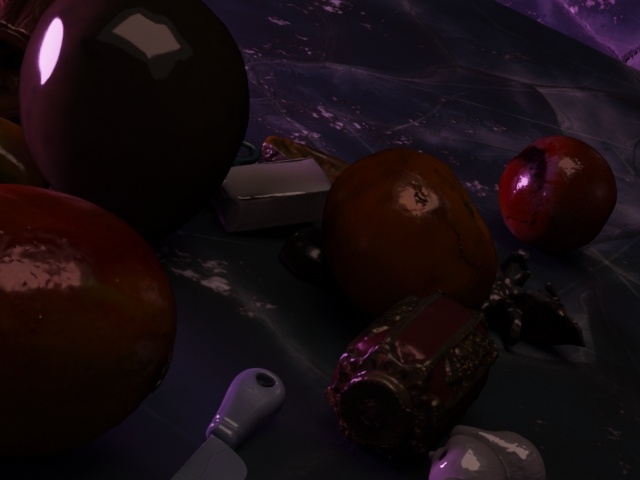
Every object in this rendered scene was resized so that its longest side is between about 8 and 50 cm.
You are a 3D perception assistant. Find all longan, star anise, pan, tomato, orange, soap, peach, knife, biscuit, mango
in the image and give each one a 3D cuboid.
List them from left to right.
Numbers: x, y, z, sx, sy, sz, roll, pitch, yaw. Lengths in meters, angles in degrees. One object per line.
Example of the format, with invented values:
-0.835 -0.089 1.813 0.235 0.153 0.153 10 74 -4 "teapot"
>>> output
-0.482 -0.131 1.998 0.191 0.086 0.122 32 18 3 "mango"
-0.344 0.086 1.438 0.372 0.290 0.373 19 18 -6 "peach"
-0.271 -0.202 1.949 0.336 0.405 0.404 -5 31 -7 "longan"
-0.119 0.255 1.559 0.080 0.044 0.331 30 34 5 "knife"
-0.077 -0.075 2.127 0.183 0.064 0.121 -8 33 -17 "soap"
-0.030 -0.121 2.318 0.174 0.039 0.183 21 26 2 "biscuit"
-0.013 0.000 2.087 0.128 0.048 0.202 0 33 -38 "pan"
0.130 0.004 1.953 0.284 0.226 0.284 48 20 -24 "orange"
0.290 0.071 2.092 0.198 0.111 0.258 8 35 -21 "star anise"
0.415 -0.085 2.353 0.184 0.208 0.208 21 19 -42 "tomato"

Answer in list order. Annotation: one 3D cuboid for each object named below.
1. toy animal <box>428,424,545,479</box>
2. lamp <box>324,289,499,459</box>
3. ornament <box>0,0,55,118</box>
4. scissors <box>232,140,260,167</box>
0.156 0.294 1.581 0.220 0.104 0.131 -10 40 -46 "toy animal"
0.123 0.171 1.734 0.177 0.177 0.274 28 30 17 "lamp"
-0.523 -0.326 2.219 0.221 0.235 0.218 -5 29 7 "ornament"
-0.222 -0.123 2.188 0.289 0.041 0.138 0 50 -26 "scissors"
